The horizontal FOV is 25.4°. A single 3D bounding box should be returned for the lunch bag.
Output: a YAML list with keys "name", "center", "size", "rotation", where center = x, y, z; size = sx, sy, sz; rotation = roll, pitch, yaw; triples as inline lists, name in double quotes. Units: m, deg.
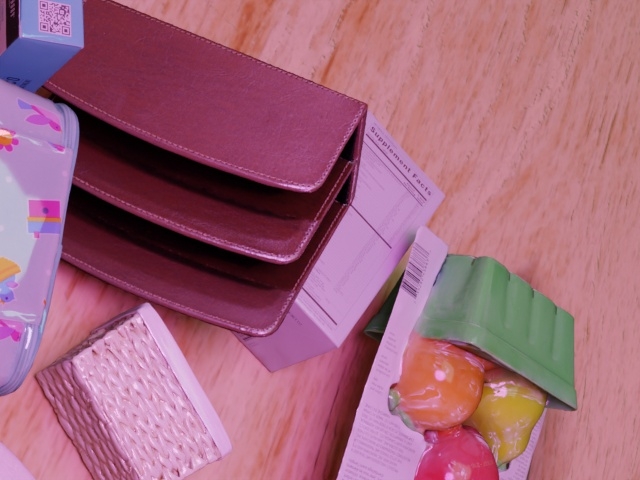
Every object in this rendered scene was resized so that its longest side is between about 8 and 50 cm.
- name: "lunch bag"
  center: [-0.310, 0.000, 1.252]
  size: [0.108, 0.224, 0.279]
  rotation: [17, 71, -29]

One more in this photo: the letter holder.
- name: "letter holder"
  center: [-0.139, -0.067, 1.351]
  size: [0.302, 0.152, 0.214]
  rotation: [23, 57, 11]

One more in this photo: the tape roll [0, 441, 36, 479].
- name: "tape roll"
  center: [-0.385, 0.303, 1.127]
  size: [0.392, 0.072, 0.392]
  rotation: [12, 57, -20]

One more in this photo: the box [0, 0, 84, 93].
- name: "box"
  center: [-0.295, -0.181, 1.304]
  size: [0.060, 0.244, 0.100]
  rotation: [6, 71, -33]

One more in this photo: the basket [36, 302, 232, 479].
- name: "basket"
  center: [-0.182, 0.161, 1.357]
  size: [0.103, 0.113, 0.167]
  rotation: [-31, 94, -34]

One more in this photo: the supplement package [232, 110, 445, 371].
- name: "supplement package"
  center: [0.000, 0.000, 1.526]
  size: [0.139, 0.134, 0.244]
  rotation: [48, 54, -13]

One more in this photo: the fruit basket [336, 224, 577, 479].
- name: "fruit basket"
  center: [0.136, 0.202, 1.542]
  size: [0.327, 0.165, 0.353]
  rotation: [31, 76, -44]
